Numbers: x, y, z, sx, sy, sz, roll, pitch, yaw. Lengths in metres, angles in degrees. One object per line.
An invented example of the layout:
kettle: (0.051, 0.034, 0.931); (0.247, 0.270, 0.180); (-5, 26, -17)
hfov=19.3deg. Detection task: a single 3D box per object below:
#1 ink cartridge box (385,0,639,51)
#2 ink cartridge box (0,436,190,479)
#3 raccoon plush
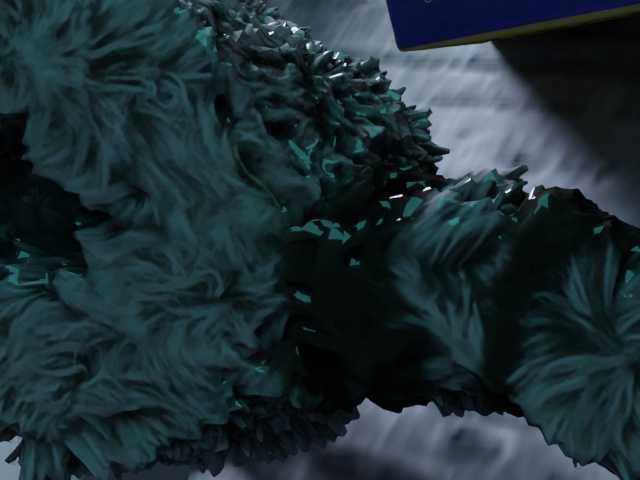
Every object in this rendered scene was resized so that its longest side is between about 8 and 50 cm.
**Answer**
ink cartridge box: (0.192, -0.150, 0.940); (0.304, 0.072, 0.307); (-9, 8, 18)
ink cartridge box: (-0.155, 0.123, 0.884); (0.175, 0.072, 0.127); (13, 90, 38)
raccoon plush: (0.000, 0.000, 0.829); (0.446, 0.216, 0.299); (30, 19, 10)
